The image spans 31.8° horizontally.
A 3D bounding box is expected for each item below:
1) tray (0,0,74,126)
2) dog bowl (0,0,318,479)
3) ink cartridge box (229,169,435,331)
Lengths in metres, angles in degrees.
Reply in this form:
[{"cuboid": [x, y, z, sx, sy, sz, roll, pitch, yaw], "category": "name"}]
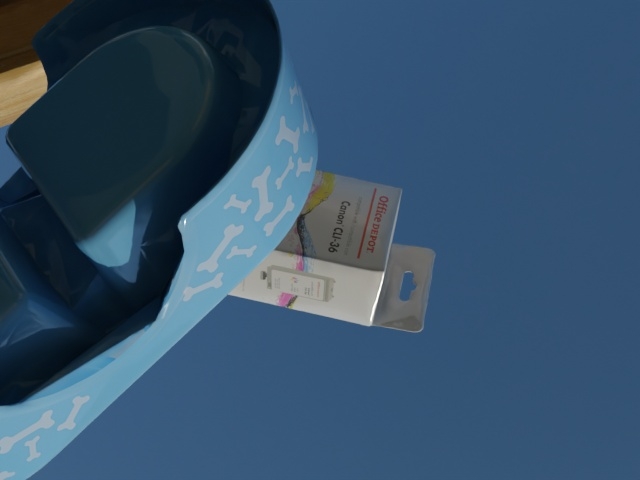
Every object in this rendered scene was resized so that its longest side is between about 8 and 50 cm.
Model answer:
[{"cuboid": [-0.381, -0.176, 1.013, 0.411, 0.076, 0.203, -20, -120, -8], "category": "tray"}, {"cuboid": [-0.125, 0.001, 0.528, 0.297, 0.074, 0.166, -43, -130, -1], "category": "dog bowl"}, {"cuboid": [0.000, 0.000, 0.941, 0.198, 0.067, 0.115, 12, -139, 3], "category": "ink cartridge box"}]
